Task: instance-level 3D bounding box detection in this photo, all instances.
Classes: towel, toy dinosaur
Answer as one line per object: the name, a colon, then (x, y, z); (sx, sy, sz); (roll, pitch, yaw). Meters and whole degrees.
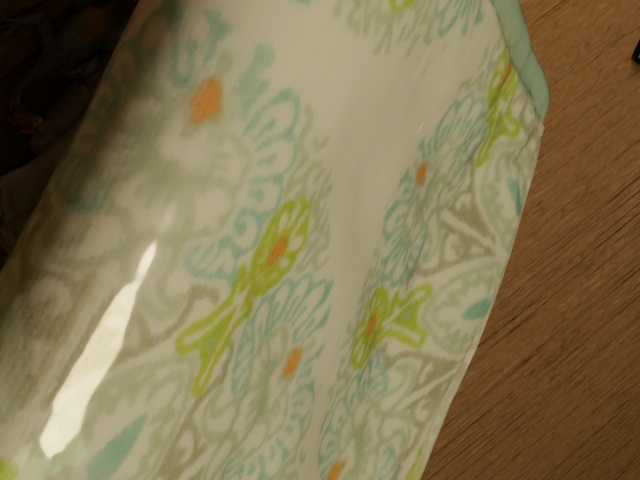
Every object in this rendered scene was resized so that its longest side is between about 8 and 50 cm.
towel: (0.000, 0.000, 0.690); (0.320, 0.090, 0.374); (-66, 156, -12)
toy dinosaur: (-0.098, -0.079, 0.636); (0.082, 0.047, 0.090); (-41, 169, 30)

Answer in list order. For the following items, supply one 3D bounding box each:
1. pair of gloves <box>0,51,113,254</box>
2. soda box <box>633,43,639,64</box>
pair of gloves: (-0.064, -0.016, 0.757); (0.204, 0.042, 0.240); (-36, 151, -20)
soda box: (0.273, -0.179, 0.996); (0.060, 0.053, 0.169); (-20, 142, -41)
